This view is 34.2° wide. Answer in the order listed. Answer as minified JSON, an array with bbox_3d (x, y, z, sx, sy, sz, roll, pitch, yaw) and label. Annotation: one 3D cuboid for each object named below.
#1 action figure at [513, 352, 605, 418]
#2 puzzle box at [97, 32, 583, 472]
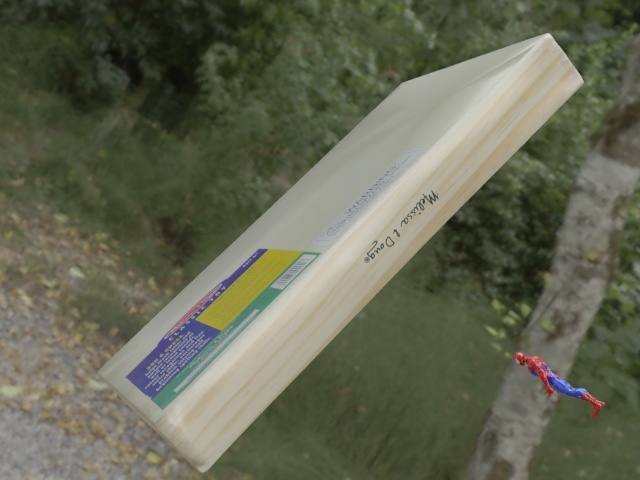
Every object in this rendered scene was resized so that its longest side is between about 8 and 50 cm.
[{"bbox_3d":[0.274,0.166,1.212,0.115,0.030,0.038,38,17,23],"label":"action figure"},{"bbox_3d":[0.000,0.000,0.850,0.052,0.409,0.272,49,-14,-14],"label":"puzzle box"}]
